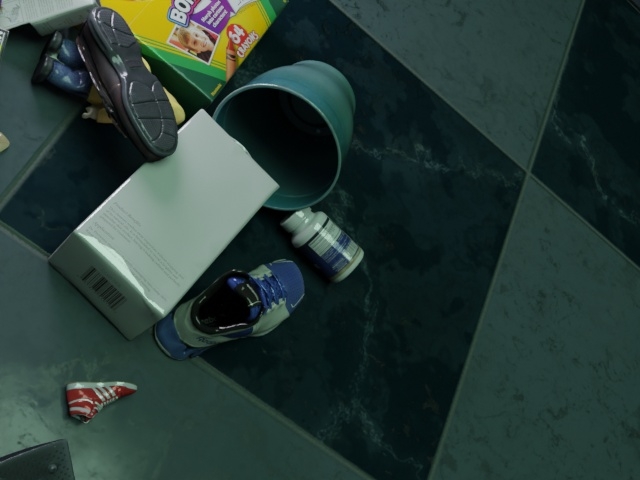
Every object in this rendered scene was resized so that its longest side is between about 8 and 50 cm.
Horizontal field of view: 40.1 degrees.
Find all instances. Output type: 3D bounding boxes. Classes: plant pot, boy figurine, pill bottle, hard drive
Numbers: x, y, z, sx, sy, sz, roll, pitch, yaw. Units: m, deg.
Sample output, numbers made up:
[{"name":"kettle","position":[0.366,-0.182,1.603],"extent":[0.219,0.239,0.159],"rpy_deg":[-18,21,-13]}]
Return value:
[{"name":"plant pot","position":[-0.050,-0.241,1.790],"extent":[0.272,0.272,0.255],"rpy_deg":[44,37,-11]},{"name":"boy figurine","position":[-0.389,-0.299,1.668],"extent":[0.285,0.092,0.177],"rpy_deg":[21,69,-28]},{"name":"pill bottle","position":[0.000,0.000,1.810],"extent":[0.169,0.094,0.094],"rpy_deg":[44,51,-11]},{"name":"hard drive","position":[-0.477,0.404,1.276],"extent":[0.255,0.054,0.171],"rpy_deg":[-20,108,-44]}]

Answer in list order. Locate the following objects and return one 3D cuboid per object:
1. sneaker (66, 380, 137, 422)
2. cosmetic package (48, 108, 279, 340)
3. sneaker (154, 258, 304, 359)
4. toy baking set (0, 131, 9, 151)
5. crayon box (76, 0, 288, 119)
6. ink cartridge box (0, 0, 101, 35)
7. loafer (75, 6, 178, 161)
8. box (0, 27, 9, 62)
[{"name":"sneaker","position":[-0.364,0.271,1.465],"extent":[0.119,0.042,0.067],"rpy_deg":[3,64,-26]},{"name":"cosmetic package","position":[-0.276,-0.037,1.596],"extent":[0.217,0.156,0.385],"rpy_deg":[47,50,-9]},{"name":"sneaker","position":[-0.132,0.117,1.607],"extent":[0.316,0.182,0.127],"rpy_deg":[-22,85,-39]},{"name":"toy baking set","position":[-0.660,-0.175,1.464],"extent":[0.256,0.030,0.196],"rpy_deg":[25,57,-24]},{"name":"crayon box","position":[-0.281,-0.479,1.818],"extent":[0.313,0.106,0.362],"rpy_deg":[40,53,-15]},{"name":"ink cartridge box","position":[-0.554,-0.511,1.635],"extent":[0.239,0.060,0.275],"rpy_deg":[-17,77,3]},{"name":"loafer","position":[-0.347,-0.266,1.557],"extent":[0.109,0.095,0.302],"rpy_deg":[-11,73,-54]},{"name":"box","position":[-0.632,-0.292,1.452],"extent":[0.184,0.045,0.190],"rpy_deg":[17,70,-28]}]
